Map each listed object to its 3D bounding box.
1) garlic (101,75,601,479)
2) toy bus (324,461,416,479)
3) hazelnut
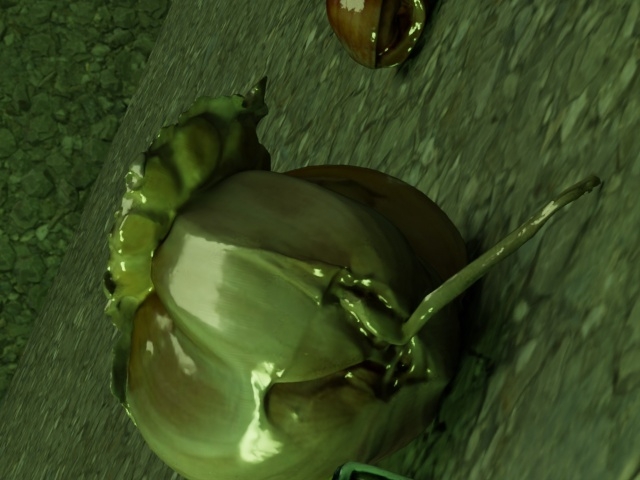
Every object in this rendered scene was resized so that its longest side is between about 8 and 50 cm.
[{"bbox_3d":[0.000,0.000,0.961,0.257,0.207,0.207,-45,22,40],"label":"garlic"},{"bbox_3d":[0.007,0.189,0.798,0.101,0.088,0.175,139,152,-66],"label":"toy bus"},{"bbox_3d":[0.042,-0.164,1.396,0.086,0.086,0.086,-60,13,24],"label":"hazelnut"}]
